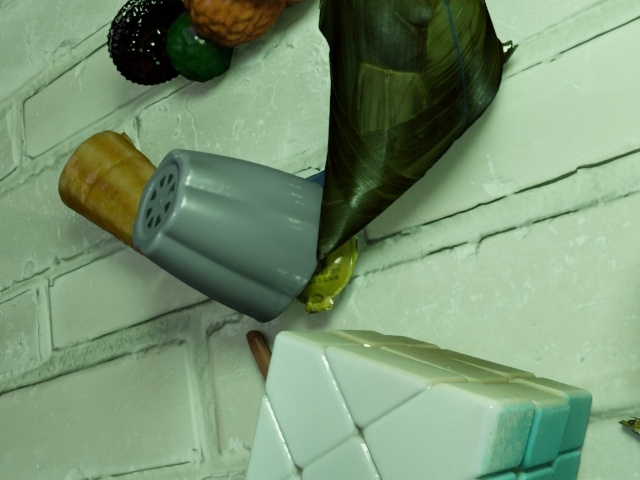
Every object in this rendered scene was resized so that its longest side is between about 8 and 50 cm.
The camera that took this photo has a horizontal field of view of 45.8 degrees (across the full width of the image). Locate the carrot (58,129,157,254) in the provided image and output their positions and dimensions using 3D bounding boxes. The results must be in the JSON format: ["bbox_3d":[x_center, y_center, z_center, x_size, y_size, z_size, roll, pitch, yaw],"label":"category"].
[{"bbox_3d":[-0.374,-0.083,1.520,0.254,0.196,0.196,35,105,24],"label":"carrot"}]

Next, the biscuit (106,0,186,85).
[{"bbox_3d":[-0.329,-0.397,1.498,0.053,0.195,0.194,47,112,36],"label":"biscuit"}]

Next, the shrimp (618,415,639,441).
[{"bbox_3d":[0.418,0.256,0.932,0.108,0.023,0.059,16,102,39],"label":"shrimp"}]

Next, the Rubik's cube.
[{"bbox_3d":[0.120,0.304,0.971,0.319,0.316,0.321,13,90,39],"label":"Rubik's cube"}]

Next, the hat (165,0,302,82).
[{"bbox_3d":[-0.169,-0.449,1.342,0.400,0.285,0.285,-54,56,23],"label":"hat"}]

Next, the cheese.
[{"bbox_3d":[0.000,0.000,1.266,0.157,0.064,0.250,-17,65,37],"label":"cheese"}]

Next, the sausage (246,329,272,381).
[{"bbox_3d":[-0.092,0.219,1.325,0.035,0.030,0.147,-45,59,25],"label":"sausage"}]

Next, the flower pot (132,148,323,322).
[{"bbox_3d":[-0.162,-0.024,1.237,0.265,0.243,0.265,-38,41,43],"label":"flower pot"}]

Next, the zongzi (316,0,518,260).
[{"bbox_3d":[0.060,-0.175,0.998,0.208,0.403,0.432,36,93,22],"label":"zongzi"}]
